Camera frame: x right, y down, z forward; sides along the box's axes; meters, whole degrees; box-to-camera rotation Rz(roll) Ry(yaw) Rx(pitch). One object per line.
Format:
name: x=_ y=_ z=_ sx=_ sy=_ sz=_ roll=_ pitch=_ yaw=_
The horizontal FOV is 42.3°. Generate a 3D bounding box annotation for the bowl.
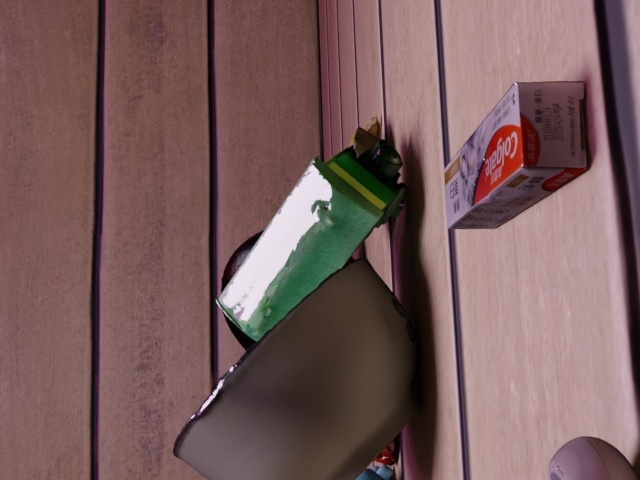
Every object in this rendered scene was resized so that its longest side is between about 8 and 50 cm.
bowl: x=0.003 y=0.209 z=1.054 sx=0.185 sy=0.354 sz=0.354 roll=43 pitch=164 yaw=12

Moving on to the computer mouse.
computer mouse: x=0.139 y=0.143 z=0.404 sx=0.066 sy=0.039 sz=0.096 roll=-106 pitch=7 yaw=-81

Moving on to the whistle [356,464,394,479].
whistle: x=0.064 y=0.431 z=1.307 sx=0.186 sy=0.093 sz=0.274 roll=-44 pitch=-14 yaw=-30

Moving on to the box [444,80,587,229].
box: x=0.125 y=-0.050 z=0.569 sx=0.218 sy=0.040 sz=0.055 roll=108 pitch=162 yaw=-82

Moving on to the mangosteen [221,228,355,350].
mangosteen: x=-0.050 y=0.125 z=1.723 sx=0.330 sy=0.330 sz=0.329 roll=179 pitch=90 yaw=-87

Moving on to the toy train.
toy train: x=0.000 y=0.000 z=1.110 sx=0.301 sy=0.120 sz=0.202 roll=-54 pitch=-7 yaw=30

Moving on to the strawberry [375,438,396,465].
strawberry: x=0.060 y=0.274 z=1.366 sx=0.236 sy=0.111 sz=0.190 roll=-99 pitch=11 yaw=-66

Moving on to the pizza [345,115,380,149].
pizza: x=0.056 y=-0.149 z=1.394 sx=0.026 sy=0.109 sz=0.122 roll=36 pitch=131 yaw=33

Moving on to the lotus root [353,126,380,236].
lotus root: x=0.074 y=-0.076 z=1.291 sx=0.203 sy=0.078 sz=0.183 roll=101 pitch=179 yaw=-60
